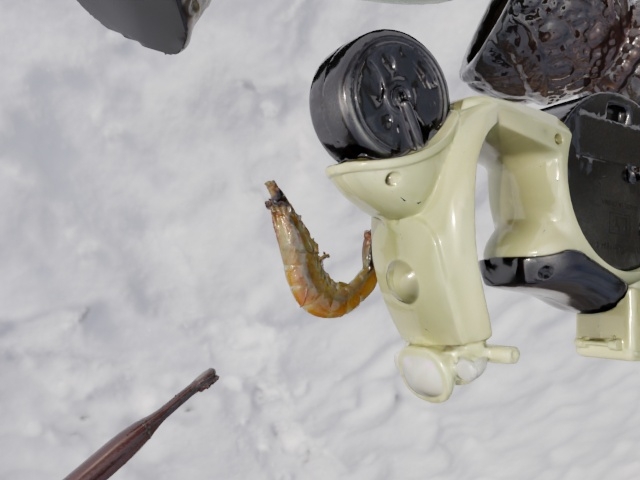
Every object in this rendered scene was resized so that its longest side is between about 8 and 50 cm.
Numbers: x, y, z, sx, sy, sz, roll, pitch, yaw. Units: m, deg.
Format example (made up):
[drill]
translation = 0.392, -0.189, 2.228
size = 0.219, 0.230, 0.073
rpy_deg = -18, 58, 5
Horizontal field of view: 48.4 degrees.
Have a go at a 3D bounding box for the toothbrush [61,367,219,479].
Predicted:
[toothbrush]
translation = -0.270, 0.279, 0.904
size = 0.364, 0.041, 0.041
rpy_deg = -39, 152, -31

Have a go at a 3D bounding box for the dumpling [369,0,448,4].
[dumpling]
translation = 0.073, -0.333, 0.675
size = 0.320, 0.270, 0.212
rpy_deg = -27, 168, -40

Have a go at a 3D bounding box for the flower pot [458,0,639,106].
[flower pot]
translation = 0.376, -0.291, 1.025
size = 0.267, 0.266, 0.267
rpy_deg = 26, 131, -1

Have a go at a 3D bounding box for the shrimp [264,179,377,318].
[shrimp]
translation = 0.000, 0.000, 0.580
size = 0.091, 0.127, 0.025
rpy_deg = -34, -170, -24

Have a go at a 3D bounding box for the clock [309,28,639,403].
[clock]
translation = 0.164, -0.011, 0.597
size = 0.379, 0.277, 0.120
rpy_deg = 3, 174, -29

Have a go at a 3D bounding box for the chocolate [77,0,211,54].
[chocolate]
translation = -0.222, -0.426, 0.876
size = 0.210, 0.225, 0.340
rpy_deg = -51, 123, -29
